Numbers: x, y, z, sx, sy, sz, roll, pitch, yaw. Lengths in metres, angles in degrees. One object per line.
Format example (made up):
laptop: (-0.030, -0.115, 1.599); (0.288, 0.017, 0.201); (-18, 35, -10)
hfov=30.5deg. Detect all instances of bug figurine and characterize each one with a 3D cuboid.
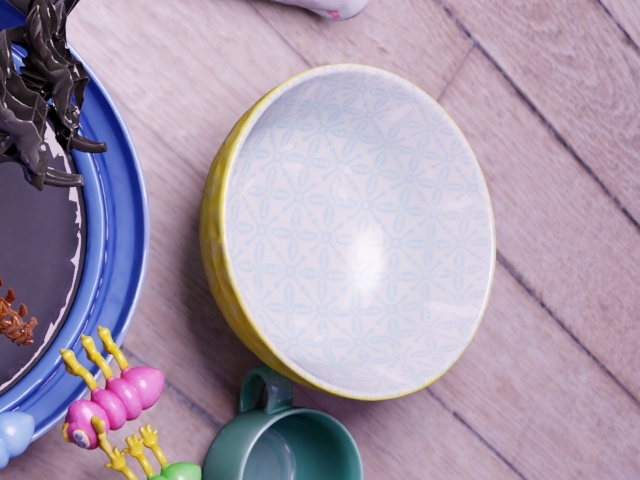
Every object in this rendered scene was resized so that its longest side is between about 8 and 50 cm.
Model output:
bug figurine: (-0.191, 0.200, 0.906); (0.216, 0.072, 0.279); (-39, 133, -30)

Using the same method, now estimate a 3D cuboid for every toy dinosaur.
toy dinosaur: (-0.277, -0.077, 0.811); (0.164, 0.218, 0.322); (-98, 165, -45)

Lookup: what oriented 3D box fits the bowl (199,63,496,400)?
bowl: (0.000, 0.000, 1.054); (0.289, 0.156, 0.289); (5, 80, -34)

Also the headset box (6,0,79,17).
headset box: (-0.253, -0.335, 0.868); (0.293, 0.110, 0.218); (38, 96, -9)

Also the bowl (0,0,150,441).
bowl: (-0.324, -0.012, 0.900); (0.391, 0.077, 0.391); (3, 85, -32)

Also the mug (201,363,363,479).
mug: (-0.037, 0.201, 1.055); (0.129, 0.097, 0.157); (27, 72, -28)

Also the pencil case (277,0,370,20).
pencil case: (-0.071, -0.282, 1.052); (0.273, 0.124, 0.113); (11, 81, -32)
